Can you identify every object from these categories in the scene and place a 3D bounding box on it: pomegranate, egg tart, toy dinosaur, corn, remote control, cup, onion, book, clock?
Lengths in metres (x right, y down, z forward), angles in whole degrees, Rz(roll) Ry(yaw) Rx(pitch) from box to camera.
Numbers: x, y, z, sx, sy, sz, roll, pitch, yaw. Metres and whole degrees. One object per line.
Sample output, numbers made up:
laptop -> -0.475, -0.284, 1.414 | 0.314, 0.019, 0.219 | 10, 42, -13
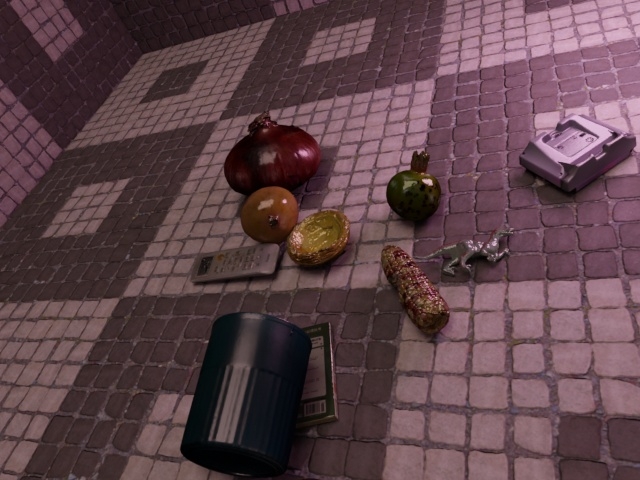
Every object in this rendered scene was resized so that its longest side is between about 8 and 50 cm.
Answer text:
pomegranate -> 0.273, -0.153, 1.484 | 0.159, 0.205, 0.159 | 6, 20, -2
egg tart -> 0.000, 0.001, 1.543 | 0.212, 0.090, 0.213 | -13, 44, 13
toy dinosaur -> 0.370, 0.024, 1.358 | 0.242, 0.053, 0.167 | 2, 48, 29
corn -> 0.227, 0.114, 1.308 | 0.098, 0.098, 0.290 | -29, 41, -1
remote control -> -0.268, 0.080, 1.636 | 0.313, 0.055, 0.109 | -8, 52, 27
cup -> -0.187, 0.347, 1.151 | 0.307, 0.242, 0.292 | -7, 49, 19
pomegranate -> -0.158, -0.081, 1.627 | 0.191, 0.191, 0.191 | -14, 44, 14
onion -> -0.176, -0.304, 1.787 | 0.347, 0.285, 0.348 | -12, 27, 6
book -> -0.060, 0.337, 1.289 | 0.202, 0.027, 0.264 | -17, 44, 13
clock -> 0.703, -0.249, 1.432 | 0.253, 0.083, 0.186 | -34, 42, -6

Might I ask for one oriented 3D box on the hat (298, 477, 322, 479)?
hat -> 0.011, 0.551, 1.010 | 0.193, 0.082, 0.193 | -1, 88, 30
